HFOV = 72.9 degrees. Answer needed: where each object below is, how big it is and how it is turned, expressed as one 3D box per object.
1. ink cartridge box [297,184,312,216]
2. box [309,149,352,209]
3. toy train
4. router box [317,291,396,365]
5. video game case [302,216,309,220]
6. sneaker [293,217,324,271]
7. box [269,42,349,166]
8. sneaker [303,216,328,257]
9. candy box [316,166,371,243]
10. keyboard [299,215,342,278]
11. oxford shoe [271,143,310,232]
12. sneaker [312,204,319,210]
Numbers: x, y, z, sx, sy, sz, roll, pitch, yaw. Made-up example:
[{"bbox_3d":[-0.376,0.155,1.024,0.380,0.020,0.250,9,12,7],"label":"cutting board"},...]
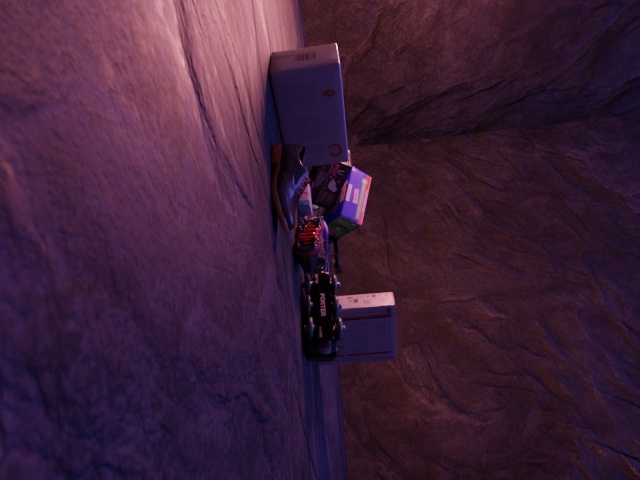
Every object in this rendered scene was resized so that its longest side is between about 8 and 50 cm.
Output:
[{"bbox_3d":[-0.064,-0.167,1.705,0.088,0.052,0.123,73,10,-68],"label":"ink cartridge box"},{"bbox_3d":[0.033,-0.293,1.973,0.164,0.141,0.247,-91,-158,-51],"label":"box"},{"bbox_3d":[0.002,0.263,1.530,0.190,0.142,0.334,98,-10,-49],"label":"toy train"},{"bbox_3d":[0.134,0.363,1.755,0.082,0.334,0.302,-90,174,-58],"label":"router box"},{"bbox_3d":[-0.065,-0.123,1.863,0.157,0.019,0.143,-61,144,-83],"label":"video game case"},{"bbox_3d":[-0.036,0.016,1.528,0.276,0.097,0.135,-83,167,-63],"label":"sneaker"},{"bbox_3d":[-0.029,-0.437,1.436,0.168,0.214,0.346,-92,175,-47],"label":"box"},{"bbox_3d":[-0.013,0.044,1.768,0.146,0.102,0.294,-90,173,-48],"label":"sneaker"},{"bbox_3d":[0.099,-0.161,2.092,0.317,0.122,0.269,-34,-144,60],"label":"candy box"},{"bbox_3d":[0.012,0.061,1.712,0.033,0.201,0.318,9,-70,48],"label":"keyboard"},{"bbox_3d":[-0.076,-0.151,1.167,0.097,0.098,0.272,75,10,-67],"label":"oxford shoe"},{"bbox_3d":[-0.027,-0.209,2.261,0.076,0.064,0.167,85,3,-50],"label":"sneaker"}]
